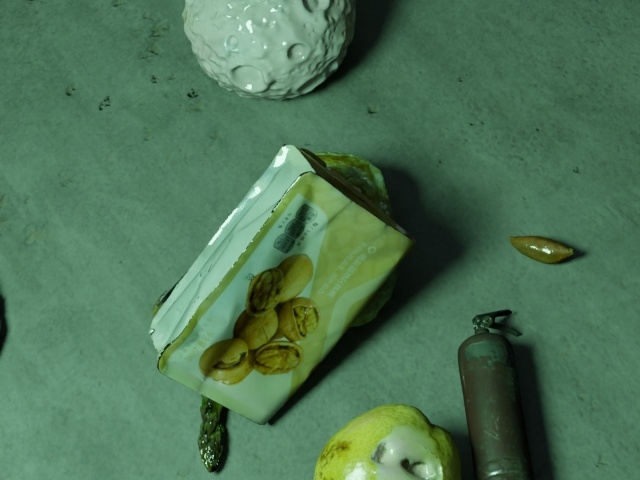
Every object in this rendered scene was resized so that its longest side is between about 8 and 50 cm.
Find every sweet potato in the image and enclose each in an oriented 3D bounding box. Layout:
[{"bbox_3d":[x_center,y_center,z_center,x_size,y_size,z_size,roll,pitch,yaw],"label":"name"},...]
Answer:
[{"bbox_3d":[0.287,0.011,1.937,0.095,0.034,0.034,15,63,35],"label":"sweet potato"}]

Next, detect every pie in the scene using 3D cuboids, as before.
[{"bbox_3d":[0.000,0.000,1.967,0.201,0.090,0.248,-7,74,7],"label":"pie"}]

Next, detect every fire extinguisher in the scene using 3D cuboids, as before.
[{"bbox_3d":[0.219,0.197,1.818,0.089,0.072,0.268,10,53,-21],"label":"fire extinguisher"}]

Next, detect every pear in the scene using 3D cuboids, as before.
[{"bbox_3d":[0.083,0.278,1.740,0.178,0.178,0.178,-7,57,11],"label":"pear"}]

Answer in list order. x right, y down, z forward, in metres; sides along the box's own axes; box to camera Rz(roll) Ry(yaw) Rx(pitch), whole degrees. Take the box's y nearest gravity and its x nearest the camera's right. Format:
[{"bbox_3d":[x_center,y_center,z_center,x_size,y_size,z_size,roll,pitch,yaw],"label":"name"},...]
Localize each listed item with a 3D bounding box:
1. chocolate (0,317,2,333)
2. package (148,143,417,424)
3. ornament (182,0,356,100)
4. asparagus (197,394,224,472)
[{"bbox_3d":[-0.548,0.107,2.031,0.221,0.147,0.221,-7,53,9],"label":"chocolate"},{"bbox_3d":[-0.068,0.044,1.867,0.311,0.221,0.165,-52,39,9],"label":"package"},{"bbox_3d":[-0.076,-0.334,2.137,0.259,0.225,0.259,-7,56,10],"label":"ornament"},{"bbox_3d":[-0.142,0.225,1.916,0.036,0.030,0.165,5,54,-10],"label":"asparagus"}]
